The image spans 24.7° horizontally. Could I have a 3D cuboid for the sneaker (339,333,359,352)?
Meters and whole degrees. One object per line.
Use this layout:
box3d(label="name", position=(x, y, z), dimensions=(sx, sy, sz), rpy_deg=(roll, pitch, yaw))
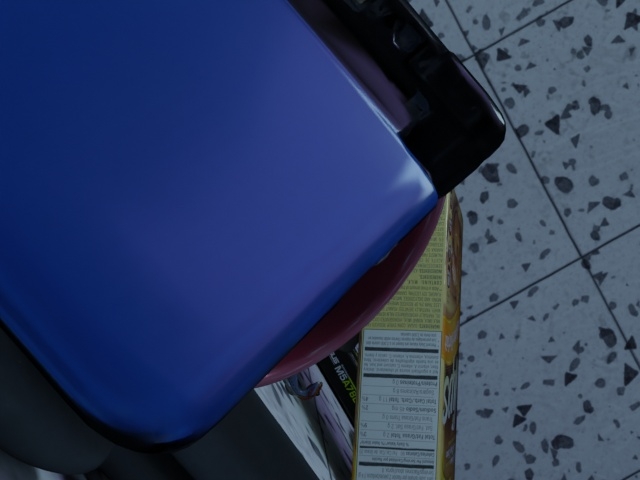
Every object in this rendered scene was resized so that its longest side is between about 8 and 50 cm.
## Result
box3d(label="sneaker", position=(0.000, 0.000, 1.408), dimensions=(0.135, 0.150, 0.366), rpy_deg=(35, -7, 20))

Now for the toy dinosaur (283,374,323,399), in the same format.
box3d(label="toy dinosaur", position=(-0.026, 0.106, 1.350), dimensions=(0.090, 0.047, 0.082), rpy_deg=(47, -28, 51))

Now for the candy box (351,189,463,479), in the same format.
box3d(label="candy box", position=(0.089, 0.109, 1.426), dimensions=(0.183, 0.087, 0.317), rpy_deg=(51, 40, -74))

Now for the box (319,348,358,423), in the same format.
box3d(label="box", position=(0.041, 0.179, 1.861), dimensions=(0.191, 0.045, 0.184), rpy_deg=(61, 4, -14))

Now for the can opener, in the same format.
box3d(label="can opener", position=(-0.070, 0.075, 0.556), dimensions=(0.280, 0.074, 0.093), rpy_deg=(55, 39, -47))

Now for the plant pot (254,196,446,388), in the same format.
box3d(label="plant pot", position=(-0.059, -0.047, 0.809), dimensions=(0.180, 0.201, 0.201), rpy_deg=(43, -10, 38))

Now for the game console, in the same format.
box3d(label="game console", position=(-0.095, -0.090, 0.519), dimensions=(0.293, 0.173, 0.250), rpy_deg=(50, -8, -2))
